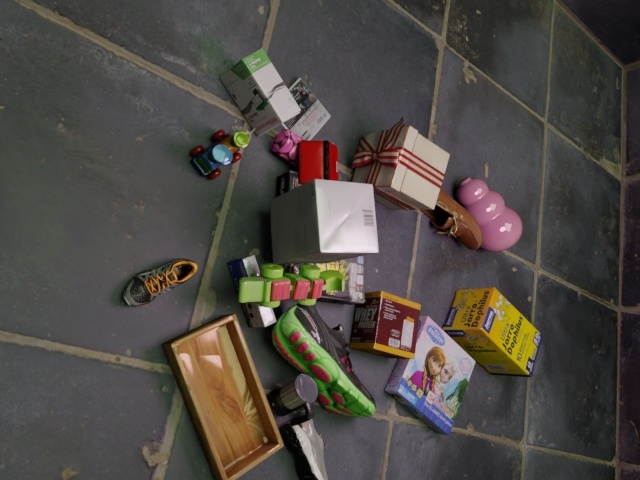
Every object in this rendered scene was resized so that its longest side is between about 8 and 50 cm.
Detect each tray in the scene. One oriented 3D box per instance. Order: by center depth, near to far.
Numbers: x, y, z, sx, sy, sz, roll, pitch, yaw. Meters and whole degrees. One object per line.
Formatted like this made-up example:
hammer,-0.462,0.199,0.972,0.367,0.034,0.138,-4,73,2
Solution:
tray,-0.267,0.435,1.514,0.203,0.076,0.410,-23,97,-38

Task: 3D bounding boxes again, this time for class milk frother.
milk frother,-0.055,0.465,1.619,0.129,0.135,0.143,55,36,3

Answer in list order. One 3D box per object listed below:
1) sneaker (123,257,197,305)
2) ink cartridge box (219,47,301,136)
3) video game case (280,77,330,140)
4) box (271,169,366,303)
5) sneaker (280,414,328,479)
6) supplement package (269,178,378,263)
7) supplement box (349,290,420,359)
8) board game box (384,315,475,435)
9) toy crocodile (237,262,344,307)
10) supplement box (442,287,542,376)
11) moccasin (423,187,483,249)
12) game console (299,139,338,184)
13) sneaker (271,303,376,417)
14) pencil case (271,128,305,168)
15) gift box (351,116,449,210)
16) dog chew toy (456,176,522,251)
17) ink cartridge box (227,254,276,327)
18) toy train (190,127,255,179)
sneaker,-0.423,0.104,1.448,0.215,0.083,0.084,-34,104,-34
ink cartridge box,-0.185,-0.449,1.674,0.092,0.160,0.219,-43,107,-33
video game case,-0.069,-0.431,1.845,0.173,0.022,0.190,48,58,-21
box,0.000,0.000,1.771,0.319,0.097,0.394,13,73,-34
sneaker,-0.019,0.657,1.645,0.108,0.100,0.271,-24,96,-42
supplement package,0.004,-0.044,1.564,0.198,0.263,0.199,1,80,-33
supplement box,0.223,0.293,1.868,0.192,0.129,0.194,21,70,-32
board game box,0.416,0.499,2.015,0.319,0.066,0.317,42,60,-24
toy crocodile,-0.080,0.131,1.543,0.341,0.105,0.115,1,104,-38
supplement box,0.687,0.368,2.161,0.357,0.195,0.194,41,60,-24
moccasin,0.493,-0.089,2.131,0.380,0.139,0.147,45,60,-21
game console,-0.003,-0.243,1.749,0.124,0.085,0.143,14,74,-64
sneaker,0.047,0.375,1.687,0.482,0.185,0.202,57,43,-26
pencil case,-0.054,-0.285,1.782,0.209,0.098,0.095,26,47,-32
gift box,0.269,-0.271,1.931,0.258,0.255,0.276,23,75,-34
dog chew toy,0.685,-0.116,2.252,0.207,0.207,0.331,-39,97,-35
ink cartridge box,-0.203,0.151,1.595,0.046,0.097,0.206,-20,94,-38
toy train,-0.251,-0.288,1.595,0.248,0.143,0.105,-44,109,-27
